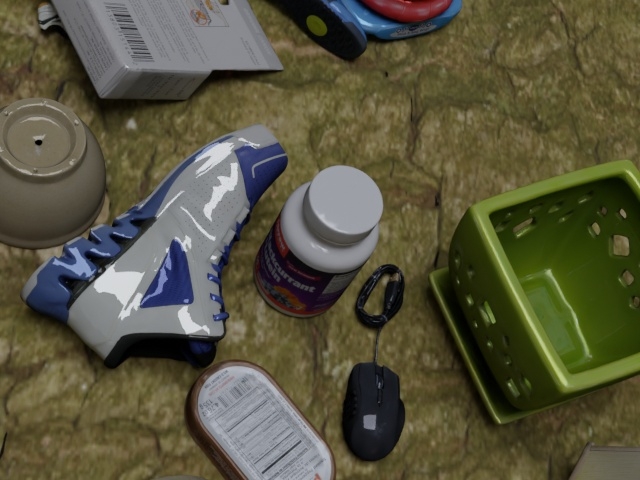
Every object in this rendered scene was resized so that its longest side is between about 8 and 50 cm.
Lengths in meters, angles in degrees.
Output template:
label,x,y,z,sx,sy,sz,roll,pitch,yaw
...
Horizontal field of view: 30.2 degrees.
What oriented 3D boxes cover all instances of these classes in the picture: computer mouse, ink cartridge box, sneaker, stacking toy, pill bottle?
label,x,y,z,sx,sy,sz,roll,pitch,yaw
computer mouse,0.068,0.130,1.326,0.071,0.041,0.242,13,60,-11
ink cartridge box,-0.212,-0.307,1.443,0.261,0.066,0.296,-8,65,-49
sneaker,-0.011,-0.321,1.513,0.209,0.069,0.082,40,56,5
stacking toy,0.131,-0.400,1.463,0.175,0.302,0.165,-15,70,-25
sneaker,-0.297,-0.260,1.414,0.083,0.032,0.037,3,92,-26
pill bottle,0.000,0.000,1.280,0.108,0.193,0.108,8,62,-14
sneaker,-0.140,0.033,1.270,0.315,0.127,0.182,-39,84,-23

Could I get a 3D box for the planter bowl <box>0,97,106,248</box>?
label,x,y,z,sx,sy,sz,roll,pitch,yaw
planter bowl,-0.305,-0.086,1.273,0.162,0.109,0.162,8,62,-15

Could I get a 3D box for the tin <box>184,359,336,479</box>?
label,x,y,z,sx,sy,sz,roll,pitch,yaw
tin,-0.063,0.210,1.247,0.106,0.040,0.189,-37,80,-25

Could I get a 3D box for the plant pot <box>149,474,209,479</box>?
label,x,y,z,sx,sy,sz,roll,pitch,yaw
plant pot,-0.115,0.359,1.054,0.256,0.256,0.274,-8,50,-22

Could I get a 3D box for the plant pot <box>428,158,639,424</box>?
label,x,y,z,sx,sy,sz,roll,pitch,yaw
plant pot,0.264,0.071,1.323,0.228,0.207,0.227,-15,70,-25

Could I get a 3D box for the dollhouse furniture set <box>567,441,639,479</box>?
label,x,y,z,sx,sy,sz,roll,pitch,yaw
dollhouse furniture set,0.385,0.339,1.273,0.242,0.161,0.212,55,52,-23
